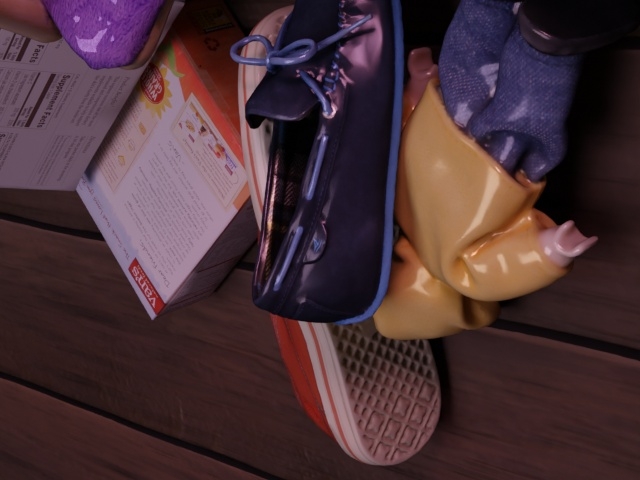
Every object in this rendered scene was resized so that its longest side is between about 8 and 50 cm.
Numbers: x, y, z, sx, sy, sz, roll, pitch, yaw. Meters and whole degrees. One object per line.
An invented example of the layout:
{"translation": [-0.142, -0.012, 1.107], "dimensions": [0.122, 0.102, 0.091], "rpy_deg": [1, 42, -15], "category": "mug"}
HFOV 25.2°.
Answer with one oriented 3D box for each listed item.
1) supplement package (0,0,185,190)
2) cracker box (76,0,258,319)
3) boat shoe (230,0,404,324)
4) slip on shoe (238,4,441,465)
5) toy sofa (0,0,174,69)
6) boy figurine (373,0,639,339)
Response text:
{"translation": [-0.228, -0.191, 1.090], "dimensions": [0.262, 0.145, 0.204], "rpy_deg": [-48, 48, 50], "category": "supplement package"}
{"translation": [-0.107, -0.060, 1.130], "dimensions": [0.155, 0.067, 0.232], "rpy_deg": [58, 141, 13], "category": "cracker box"}
{"translation": [-0.002, -0.079, 0.871], "dimensions": [0.109, 0.089, 0.258], "rpy_deg": [162, 108, -69], "category": "boat shoe"}
{"translation": [0.000, 0.000, 1.000], "dimensions": [0.101, 0.123, 0.331], "rpy_deg": [14, 123, 53], "category": "slip on shoe"}
{"translation": [-0.112, -0.285, 0.802], "dimensions": [0.177, 0.150, 0.362], "rpy_deg": [39, 100, 20], "category": "toy sofa"}
{"translation": [0.101, -0.034, 0.870], "dimensions": [0.177, 0.092, 0.285], "rpy_deg": [49, 142, 35], "category": "boy figurine"}
